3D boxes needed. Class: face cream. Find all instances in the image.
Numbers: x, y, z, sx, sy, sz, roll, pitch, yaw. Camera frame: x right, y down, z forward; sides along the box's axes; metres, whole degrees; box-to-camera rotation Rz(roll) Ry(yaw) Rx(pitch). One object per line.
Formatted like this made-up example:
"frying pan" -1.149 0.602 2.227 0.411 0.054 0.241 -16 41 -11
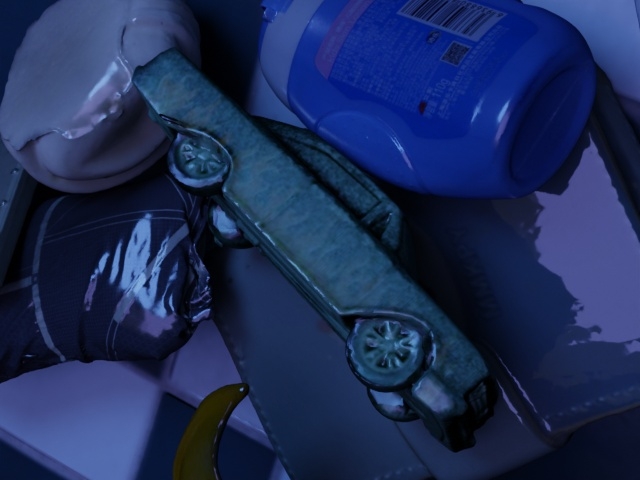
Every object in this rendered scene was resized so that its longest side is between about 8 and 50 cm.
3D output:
"face cream" 0.053 -0.118 0.777 0.264 0.083 0.149 31 84 40

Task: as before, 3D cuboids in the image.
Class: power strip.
"power strip" -0.276 -0.024 0.937 0.080 0.227 0.029 -16 135 25

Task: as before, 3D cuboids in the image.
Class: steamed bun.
"steamed bun" -0.164 -0.121 0.889 0.183 0.106 0.183 -23 50 30

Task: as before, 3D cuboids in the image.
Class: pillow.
"pillow" -0.219 0.039 0.939 0.335 0.092 0.161 -10 61 30

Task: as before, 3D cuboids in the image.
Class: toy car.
"toy car" 0.000 0.000 0.758 0.097 0.141 0.321 -42 68 -7

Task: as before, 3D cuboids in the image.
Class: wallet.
"wallet" 0.085 0.053 0.829 0.360 0.083 0.252 -28 80 28

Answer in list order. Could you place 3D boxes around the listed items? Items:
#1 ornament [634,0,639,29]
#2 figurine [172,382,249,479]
"ornament" 0.327 -0.050 0.602 0.239 0.239 0.240 -10 94 27
"figurine" -0.011 0.320 0.807 0.387 0.268 0.401 -43 64 46
